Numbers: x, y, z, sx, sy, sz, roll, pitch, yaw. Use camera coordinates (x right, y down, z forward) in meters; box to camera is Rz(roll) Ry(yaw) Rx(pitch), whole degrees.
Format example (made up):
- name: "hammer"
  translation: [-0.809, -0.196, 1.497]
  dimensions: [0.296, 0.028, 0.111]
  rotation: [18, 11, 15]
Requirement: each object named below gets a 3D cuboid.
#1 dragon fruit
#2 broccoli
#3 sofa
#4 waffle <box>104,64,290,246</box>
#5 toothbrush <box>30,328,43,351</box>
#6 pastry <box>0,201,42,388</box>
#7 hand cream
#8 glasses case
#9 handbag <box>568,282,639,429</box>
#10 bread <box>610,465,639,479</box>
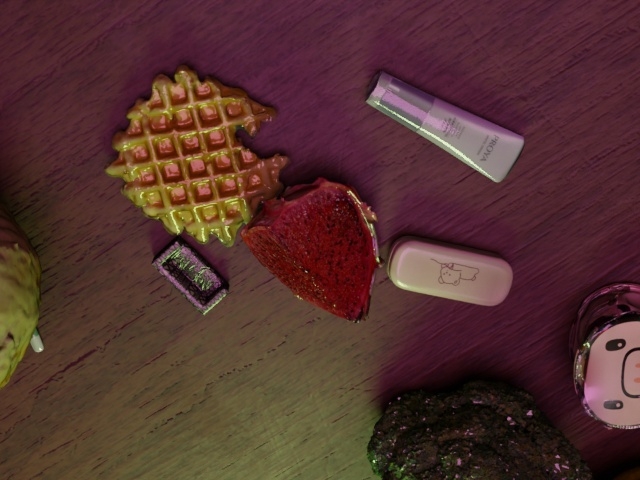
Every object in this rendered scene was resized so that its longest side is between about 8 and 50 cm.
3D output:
- name: "dragon fruit"
  translation: [-0.004, -0.006, 1.837]
  dimensions: [0.161, 0.126, 0.274]
  rotation: [-55, 129, -16]
- name: "broccoli"
  translation: [0.250, 0.398, 1.876]
  dimensions: [0.321, 0.310, 0.413]
  rotation: [-43, 70, 18]
- name: "sofa"
  translation: [-0.201, 0.053, 1.880]
  dimensions: [0.060, 0.039, 0.118]
  rotation: [-42, 104, 9]
- name: "waffle"
  translation: [-0.182, -0.120, 1.823]
  dimensions: [0.261, 0.056, 0.250]
  rotation: [30, 103, -12]
- name: "toothbrush"
  translation: [-0.483, 0.059, 1.882]
  dimensions: [0.018, 0.024, 0.257]
  rotation: [-17, 108, 3]
- name: "pastry"
  translation: [-0.579, 0.084, 1.728]
  dimensions: [0.388, 0.312, 0.389]
  rotation: [-3, 75, 10]
- name: "hand cream"
  translation: [0.187, -0.174, 1.822]
  dimensions: [0.255, 0.048, 0.079]
  rotation: [27, 102, -10]
- name: "glasses case"
  translation: [0.201, 0.047, 1.881]
  dimensions: [0.196, 0.050, 0.083]
  rotation: [10, 102, -10]
- name: "handbag"
  translation: [0.479, 0.180, 1.903]
  dimensions: [0.179, 0.116, 0.205]
  rotation: [-2, 108, 0]
- name: "bread"
  translation: [0.560, 0.557, 1.957]
  dimensions: [0.361, 0.250, 0.394]
  rotation: [-35, 101, 6]
